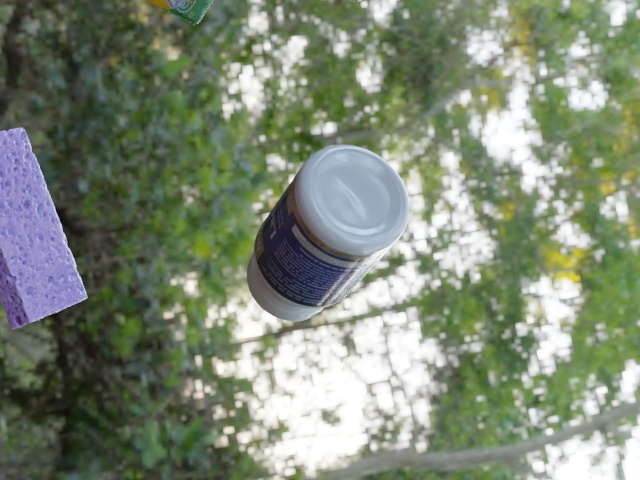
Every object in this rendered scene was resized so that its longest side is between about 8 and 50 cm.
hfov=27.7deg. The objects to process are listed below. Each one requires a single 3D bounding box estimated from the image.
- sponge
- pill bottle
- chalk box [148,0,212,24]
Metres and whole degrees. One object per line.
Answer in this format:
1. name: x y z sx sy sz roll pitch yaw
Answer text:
1. sponge: -0.332 -0.016 1.421 0.117 0.031 0.210 -29 99 -64
2. pill bottle: 0.000 0.000 1.710 0.264 0.153 0.153 128 -47 -56
3. chalk box: -0.209 -0.450 1.888 0.180 0.289 0.179 -55 -155 25
